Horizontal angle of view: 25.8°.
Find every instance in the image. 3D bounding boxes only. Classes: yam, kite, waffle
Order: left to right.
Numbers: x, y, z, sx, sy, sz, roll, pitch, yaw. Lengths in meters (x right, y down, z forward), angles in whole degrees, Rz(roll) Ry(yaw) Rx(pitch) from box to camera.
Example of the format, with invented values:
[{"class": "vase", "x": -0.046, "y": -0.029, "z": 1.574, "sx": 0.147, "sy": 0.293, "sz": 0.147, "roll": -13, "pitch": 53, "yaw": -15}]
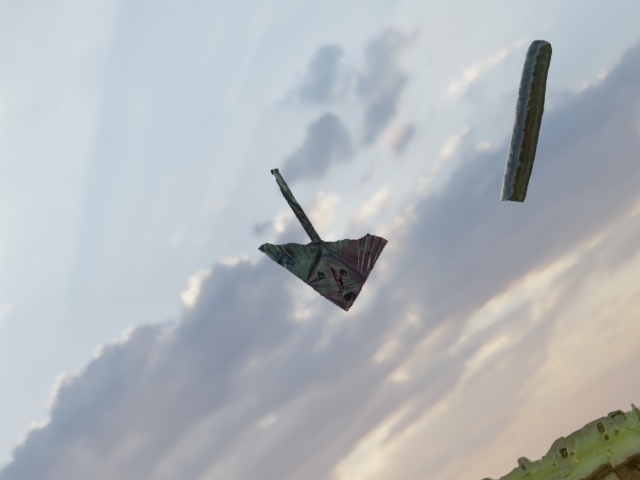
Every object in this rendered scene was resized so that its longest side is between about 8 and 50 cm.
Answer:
[{"class": "kite", "x": 0.000, "y": 0.000, "z": 1.219, "sx": 0.137, "sy": 0.152, "sz": 0.005, "roll": -4, "pitch": 33, "yaw": 33}, {"class": "yam", "x": 0.145, "y": -0.083, "z": 0.982, "sx": 0.021, "sy": 0.021, "sz": 0.116, "roll": -2, "pitch": -76, "yaw": -70}, {"class": "waffle", "x": 0.228, "y": 0.240, "z": 1.266, "sx": 0.211, "sy": 0.055, "sz": 0.160, "roll": -31, "pitch": -44, "yaw": 20}]
